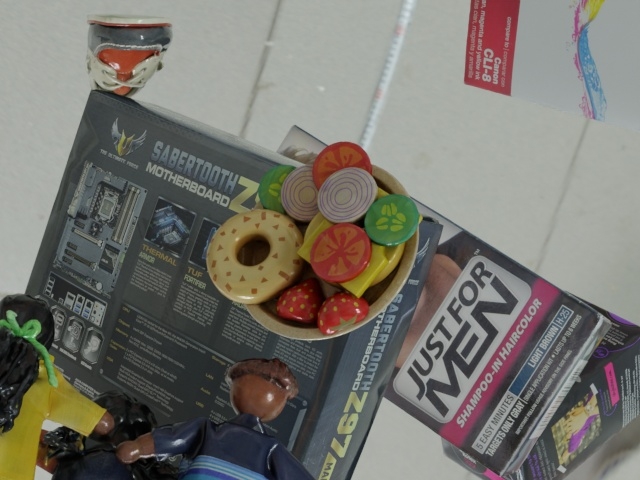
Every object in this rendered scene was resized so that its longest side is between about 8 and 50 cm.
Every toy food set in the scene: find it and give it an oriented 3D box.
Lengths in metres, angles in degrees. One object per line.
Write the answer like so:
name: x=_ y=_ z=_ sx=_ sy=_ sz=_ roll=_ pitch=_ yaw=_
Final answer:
toy food set: x=0.000 y=0.000 z=0.480 sx=0.082 sy=0.083 sz=0.020 roll=-51 pitch=145 yaw=-7

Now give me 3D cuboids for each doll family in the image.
doll family: x=-0.087 y=0.075 z=0.411 sx=0.193 sy=0.076 sz=0.111 roll=27 pitch=57 yaw=-19

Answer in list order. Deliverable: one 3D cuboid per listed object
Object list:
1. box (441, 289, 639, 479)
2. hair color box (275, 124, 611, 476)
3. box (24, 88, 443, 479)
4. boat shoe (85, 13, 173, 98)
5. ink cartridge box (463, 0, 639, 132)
box: x=0.311 y=0.214 z=1.651 sx=0.270 sy=0.165 sz=0.143 roll=-30 pitch=127 yaw=-27
hair color box: x=0.079 y=0.054 z=1.133 sx=0.173 sy=0.347 sz=0.105 roll=-58 pitch=161 yaw=3
box: x=-0.065 y=0.034 z=0.675 sx=0.059 sy=0.233 sz=0.183 roll=9 pitch=102 yaw=-56
boat shoe: x=-0.113 y=-0.105 z=0.686 sx=0.049 sy=0.137 sz=0.043 roll=4 pitch=91 yaw=-16
ink cartridge box: x=0.209 y=-0.159 z=0.815 sx=0.128 sy=0.176 sz=0.127 roll=-33 pitch=134 yaw=-46
